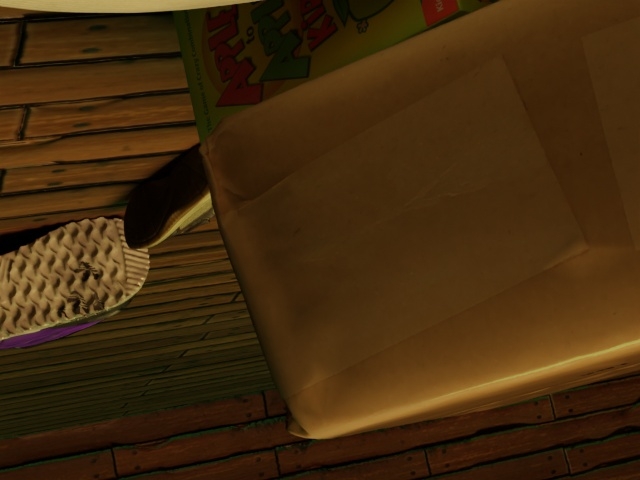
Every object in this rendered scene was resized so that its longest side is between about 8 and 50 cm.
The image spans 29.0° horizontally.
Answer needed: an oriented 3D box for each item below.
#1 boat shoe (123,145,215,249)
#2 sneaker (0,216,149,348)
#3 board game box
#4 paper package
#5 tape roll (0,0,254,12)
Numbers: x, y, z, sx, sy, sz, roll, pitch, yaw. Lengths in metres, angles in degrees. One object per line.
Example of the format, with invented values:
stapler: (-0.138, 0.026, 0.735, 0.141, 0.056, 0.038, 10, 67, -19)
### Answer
boat shoe: (-0.108, -0.030, 0.997, 0.049, 0.056, 0.152, 4, 160, -38)
sneaker: (-0.302, 0.062, 1.099, 0.293, 0.102, 0.146, -9, 168, -16)
board game box: (0.003, -0.118, 0.638, 0.181, 0.092, 0.043, -24, 164, 39)
paper package: (0.165, -0.022, 0.637, 0.325, 0.168, 0.309, -20, 168, 25)
tape roll: (-0.017, -0.185, 0.380, 0.392, 0.072, 0.392, -12, 168, -3)
